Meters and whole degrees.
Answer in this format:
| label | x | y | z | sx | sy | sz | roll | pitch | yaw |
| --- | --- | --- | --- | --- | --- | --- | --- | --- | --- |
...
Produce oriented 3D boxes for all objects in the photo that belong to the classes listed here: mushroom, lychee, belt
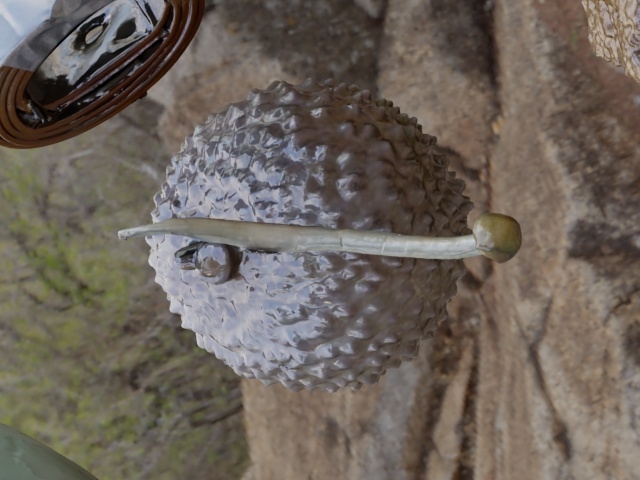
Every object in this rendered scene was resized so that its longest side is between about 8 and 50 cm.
| label | x | y | z | sx | sy | sz | roll | pitch | yaw |
| --- | --- | --- | --- | --- | --- | --- | --- | --- | --- |
| mushroom | 0.001 | -0.003 | 0.886 | 0.068 | 0.306 | 0.043 | 72 | -158 | -60 |
| lychee | -0.006 | -0.013 | 1.362 | 0.380 | 0.432 | 0.381 | 10 | 108 | 35 |
| belt | -0.240 | -0.205 | 1.136 | 0.105 | 0.261 | 0.184 | 60 | -174 | 28 |

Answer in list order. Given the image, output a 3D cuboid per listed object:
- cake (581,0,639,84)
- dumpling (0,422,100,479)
| label | x | y | z | sx | sy | sz | roll | pitch | yaw |
| --- | --- | --- | --- | --- | --- | --- | --- | --- | --- |
| cake | 0.490 | -0.373 | 1.487 | 0.282 | 0.290 | 0.256 | -108 | 3 | -68 |
| dumpling | -0.239 | 0.216 | 0.708 | 0.321 | 0.212 | 0.270 | 47 | 144 | -21 |
